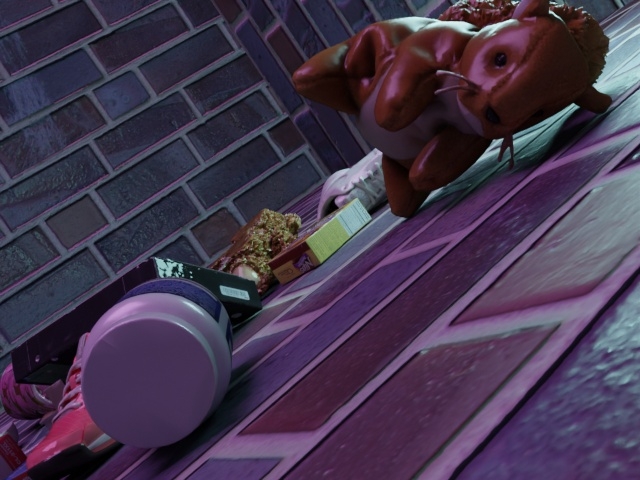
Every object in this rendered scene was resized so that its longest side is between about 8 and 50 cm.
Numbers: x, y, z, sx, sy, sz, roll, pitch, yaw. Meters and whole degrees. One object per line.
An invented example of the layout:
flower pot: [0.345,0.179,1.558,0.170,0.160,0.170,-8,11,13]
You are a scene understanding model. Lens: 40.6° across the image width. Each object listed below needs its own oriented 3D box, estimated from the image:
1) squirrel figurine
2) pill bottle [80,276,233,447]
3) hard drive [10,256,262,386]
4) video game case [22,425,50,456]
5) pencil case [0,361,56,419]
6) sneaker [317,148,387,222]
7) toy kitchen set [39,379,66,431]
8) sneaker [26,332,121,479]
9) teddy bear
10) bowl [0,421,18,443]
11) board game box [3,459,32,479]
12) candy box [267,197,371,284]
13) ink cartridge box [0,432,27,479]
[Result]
squirrel figurine: [0.235,-0.245,1.213,0.397,0.281,0.370,-40,14,-28]
pill bottle: [-0.171,0.125,0.929,0.153,0.153,0.265,-34,5,-3]
hard drive: [-0.292,0.141,1.377,0.339,0.064,0.237,-33,-28,27]
video game case: [-0.441,0.318,1.541,0.173,0.022,0.190,-34,5,-4]
pencil case: [-0.589,0.299,1.874,0.167,0.160,0.386,-3,-13,-31]
sneaker: [0.112,-0.109,1.688,0.305,0.114,0.152,-35,17,35]
toy kitchen set: [-0.394,0.248,1.332,0.083,0.068,0.075,-35,5,-11]
sneaker: [-0.296,0.196,1.138,0.116,0.136,0.314,-32,6,30]
teddy bear: [-0.130,0.057,1.661,0.245,0.113,0.338,-41,12,8]
bowl: [-0.666,0.430,1.729,0.142,0.053,0.142,-35,5,-8]
board game box: [-0.353,0.281,1.310,0.145,0.027,0.281,-30,7,30]
candy box: [0.000,0.000,1.546,0.109,0.053,0.187,-30,5,41]
ink cartridge box: [-0.536,0.380,1.291,0.127,0.072,0.175,-31,6,22]
